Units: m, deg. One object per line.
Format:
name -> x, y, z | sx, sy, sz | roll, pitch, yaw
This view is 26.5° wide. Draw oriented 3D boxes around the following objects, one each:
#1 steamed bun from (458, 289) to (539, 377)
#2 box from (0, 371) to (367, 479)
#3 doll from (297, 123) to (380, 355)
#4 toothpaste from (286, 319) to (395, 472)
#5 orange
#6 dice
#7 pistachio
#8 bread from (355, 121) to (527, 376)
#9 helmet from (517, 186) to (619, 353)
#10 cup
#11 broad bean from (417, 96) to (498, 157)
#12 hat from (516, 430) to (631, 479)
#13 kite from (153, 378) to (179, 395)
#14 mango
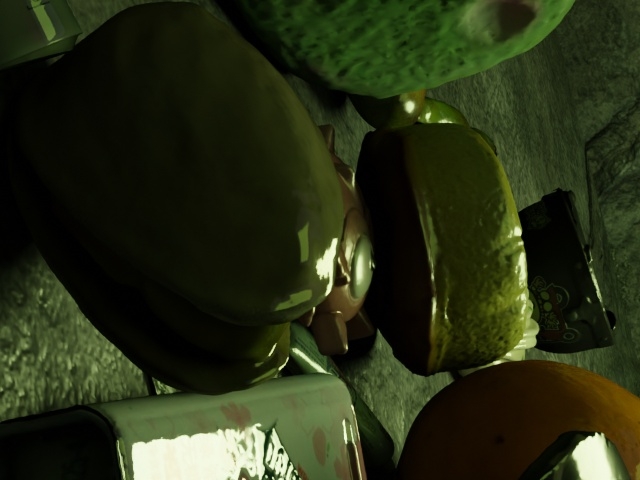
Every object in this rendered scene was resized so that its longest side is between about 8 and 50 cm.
steamed bun -> 0.216, 0.093, 1.726 | 0.183, 0.106, 0.183 | -14, 90, -72
box -> -0.076, 0.189, 0.867 | 0.369, 0.112, 0.190 | 8, 69, -67
doll -> 0.000, 0.000, 1.216 | 0.262, 0.093, 0.211 | -59, 138, -73
toothpaste -> 0.014, 0.144, 1.247 | 0.233, 0.038, 0.060 | 56, 23, -37
orange -> 0.212, 0.268, 1.300 | 0.312, 0.312, 0.312 | -15, 90, -70
dice -> 0.067, -0.358, 1.330 | 0.330, 0.318, 0.322 | 47, 33, -55
pistachio -> -0.092, -0.040, 0.858 | 0.288, 0.197, 0.166 | 63, -38, 42
bread -> 0.110, 0.006, 1.361 | 0.270, 0.148, 0.270 | 171, -90, -81
helmet -> 0.324, 0.052, 1.967 | 0.279, 0.160, 0.230 | -96, 164, -68
cup -> -0.210, -0.153, 0.820 | 0.104, 0.074, 0.116 | -32, 105, -40
broad bean -> 0.193, -0.138, 1.891 | 0.339, 0.061, 0.077 | 23, 47, -67
hat -> 0.226, 0.357, 1.035 | 0.366, 0.257, 0.382 | -35, 134, -24
kite -> -0.097, 0.059, 1.043 | 0.229, 0.012, 0.250 | -81, 151, -46
mango -> 0.073, -0.223, 1.552 | 0.267, 0.111, 0.133 | -85, 168, -47
